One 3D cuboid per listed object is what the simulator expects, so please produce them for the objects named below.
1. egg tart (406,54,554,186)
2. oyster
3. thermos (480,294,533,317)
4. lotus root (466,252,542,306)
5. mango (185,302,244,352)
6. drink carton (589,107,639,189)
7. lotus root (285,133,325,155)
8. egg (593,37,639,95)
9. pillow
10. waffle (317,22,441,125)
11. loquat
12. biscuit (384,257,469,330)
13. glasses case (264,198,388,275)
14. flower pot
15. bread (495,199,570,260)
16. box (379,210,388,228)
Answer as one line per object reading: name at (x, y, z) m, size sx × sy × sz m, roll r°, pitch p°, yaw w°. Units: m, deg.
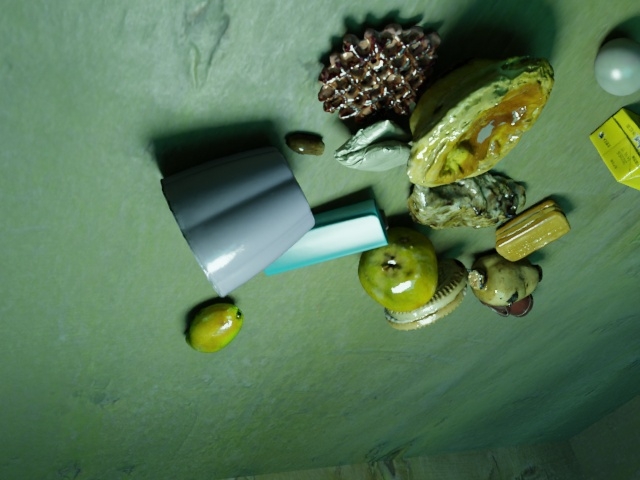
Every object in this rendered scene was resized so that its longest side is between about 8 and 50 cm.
egg tart at (0.288, -0.241, 1.337) m, size 0.352 × 0.150 × 0.352 m, roll -30°, pitch 160°, yaw -13°
oyster at (0.321, -0.074, 1.656) m, size 0.396 × 0.111 × 0.204 m, roll 4°, pitch 144°, yaw -34°
thermos at (0.551, 0.163, 2.100) m, size 0.232 × 0.099 × 0.124 m, roll 22°, pitch 94°, yaw -40°
lotus root at (0.518, 0.113, 1.955) m, size 0.256 × 0.154 × 0.140 m, roll -3°, pitch 138°, yaw -25°
mango at (-0.295, 0.240, 1.840) m, size 0.125 × 0.111 × 0.233 m, roll 29°, pitch 140°, yaw -29°
drink carton at (0.816, -0.186, 1.653) m, size 0.351 × 0.155 × 0.111 m, roll 13°, pitch 136°, yaw -36°
lotus root at (-0.028, -0.195, 1.394) m, size 0.083 × 0.037 × 0.030 m, roll 4°, pitch 137°, yaw -26°
egg at (0.606, -0.347, 1.383) m, size 0.103 × 0.103 × 0.135 m, roll -30°, pitch 144°, yaw 20°
pillow at (0.121, -0.187, 1.401) m, size 0.134 × 0.078 × 0.181 m, roll -21°, pitch 170°, yaw 28°
waffle at (0.106, -0.308, 1.278) m, size 0.234 × 0.055 × 0.221 m, roll -9°, pitch 146°, yaw -20°
loquat at (0.199, 0.075, 1.726) m, size 0.213 × 0.214 × 0.246 m, roll -23°, pitch 167°, yaw 9°
biscuit at (0.282, 0.141, 1.843) m, size 0.259 × 0.259 × 0.079 m, roll -27°, pitch 108°, yaw 15°
glasses case at (-0.001, -0.001, 1.604) m, size 0.300 × 0.070 × 0.117 m, roll -15°, pitch 131°, yaw 13°
flower pot at (-0.154, -0.058, 1.367) m, size 0.243 × 0.265 × 0.265 m, roll -28°, pitch 146°, yaw -2°
bread at (0.563, -0.025, 1.846) m, size 0.200 × 0.077 × 0.116 m, roll -34°, pitch 144°, yaw 27°
box at (0.110, -0.040, 1.656) m, size 0.084 × 0.060 × 0.063 m, roll -37°, pitch 133°, yaw 28°
